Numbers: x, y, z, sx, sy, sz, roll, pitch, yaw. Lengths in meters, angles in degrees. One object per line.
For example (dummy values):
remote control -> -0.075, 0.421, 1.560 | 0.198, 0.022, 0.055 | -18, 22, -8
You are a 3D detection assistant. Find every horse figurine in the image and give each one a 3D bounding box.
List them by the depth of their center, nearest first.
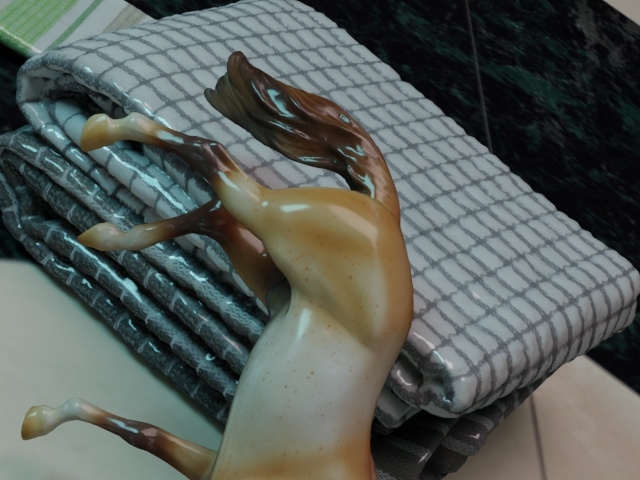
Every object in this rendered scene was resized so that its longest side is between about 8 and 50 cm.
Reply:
horse figurine -> -0.027, 0.049, 0.629 | 0.174, 0.263, 0.066 | 12, -9, 6

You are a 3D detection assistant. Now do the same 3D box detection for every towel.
towel -> 0.000, 0.000, 0.802 | 0.283, 0.121, 0.235 | 40, 30, 16
towel -> -0.153, -0.127, 0.942 | 0.152, 0.023, 0.113 | 33, 32, -3
